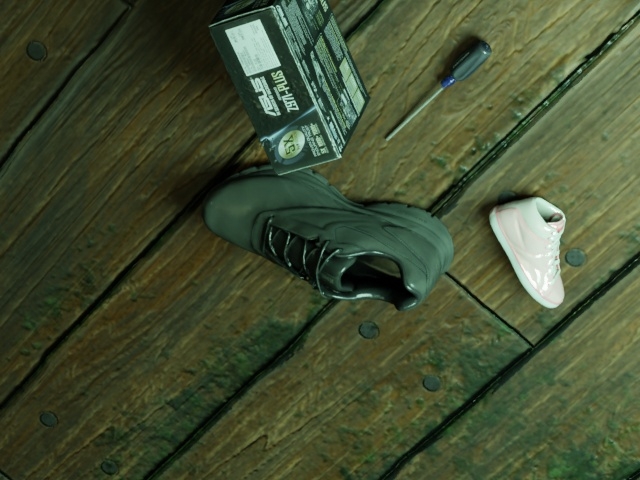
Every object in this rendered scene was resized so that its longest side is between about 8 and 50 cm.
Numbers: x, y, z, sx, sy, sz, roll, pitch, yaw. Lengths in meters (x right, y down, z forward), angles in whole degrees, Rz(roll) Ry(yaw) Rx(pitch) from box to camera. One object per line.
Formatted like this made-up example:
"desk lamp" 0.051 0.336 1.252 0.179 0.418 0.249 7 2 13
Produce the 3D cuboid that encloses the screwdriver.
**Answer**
"screwdriver" 0.121 -0.160 1.955 0.170 0.024 0.025 -37 75 37

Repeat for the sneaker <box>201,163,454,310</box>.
"sneaker" 0.000 0.000 2.016 0.286 0.130 0.109 13 124 10

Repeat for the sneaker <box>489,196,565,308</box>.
"sneaker" 0.246 0.011 1.996 0.070 0.051 0.134 -23 107 32

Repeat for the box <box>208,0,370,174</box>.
"box" -0.030 -0.184 1.904 0.077 0.147 0.180 -14 116 23
